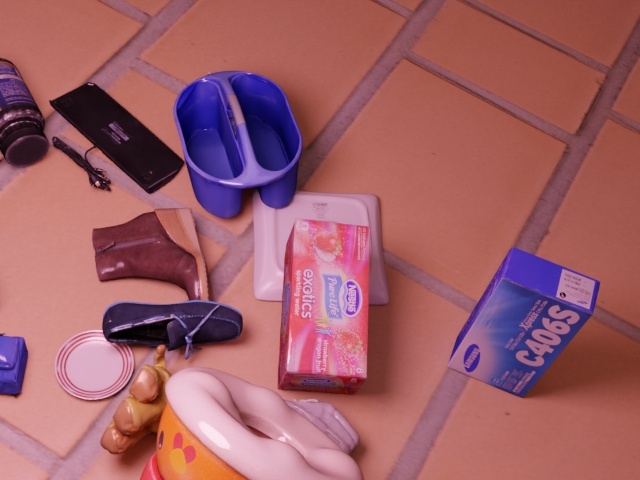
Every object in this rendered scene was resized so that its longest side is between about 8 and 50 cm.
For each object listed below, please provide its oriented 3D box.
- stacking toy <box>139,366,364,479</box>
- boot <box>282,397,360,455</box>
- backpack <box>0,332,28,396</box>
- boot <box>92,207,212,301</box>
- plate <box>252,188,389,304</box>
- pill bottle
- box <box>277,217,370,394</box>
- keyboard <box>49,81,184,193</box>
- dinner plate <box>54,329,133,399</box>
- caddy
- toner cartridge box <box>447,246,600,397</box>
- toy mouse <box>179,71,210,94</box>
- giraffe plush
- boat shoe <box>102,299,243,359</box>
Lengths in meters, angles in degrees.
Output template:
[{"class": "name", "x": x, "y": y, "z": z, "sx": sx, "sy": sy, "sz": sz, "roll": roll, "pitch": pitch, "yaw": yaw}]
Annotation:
[{"class": "stacking toy", "x": -0.184, "y": 0.465, "z": 1.422, "sx": 0.350, "sy": 0.350, "sz": 0.480, "roll": 33, "pitch": 93, "yaw": 12}, {"class": "boot", "x": -0.054, "y": 0.323, "z": 1.709, "sx": 0.258, "sy": 0.095, "sz": 0.123, "roll": 36, "pitch": 39, "yaw": 16}, {"class": "backpack", "x": -0.586, "y": 0.208, "z": 1.663, "sx": 0.120, "sy": 0.101, "sz": 0.098, "roll": 3, "pitch": 49, "yaw": -5}, {"class": "boot", "x": -0.328, "y": 0.056, "z": 1.843, "sx": 0.206, "sy": 0.090, "sz": 0.249, "roll": -15, "pitch": 61, "yaw": -6}, {"class": "plate", "x": 0.000, "y": 0.000, "z": 1.951, "sx": 0.277, "sy": 0.045, "sz": 0.278, "roll": 3, "pitch": 56, "yaw": -9}, {"class": "pill bottle", "x": -0.645, "y": -0.263, "z": 1.952, "sx": 0.122, "sy": 0.123, "sz": 0.219, "roll": -22, "pitch": 63, "yaw": -24}, {"class": "box", "x": 0.008, "y": 0.126, "z": 1.777, "sx": 0.154, "sy": 0.142, "sz": 0.300, "roll": 7, "pitch": 67, "yaw": -8}, {"class": "keyboard", "x": -0.460, "y": -0.205, "z": 2.007, "sx": 0.317, "sy": 0.033, "sz": 0.201, "roll": 40, "pitch": 52, "yaw": 17}, {"class": "dinner plate", "x": -0.414, "y": 0.229, "z": 1.732, "sx": 0.141, "sy": 0.017, "sz": 0.141, "roll": 6, "pitch": 55, "yaw": -8}, {"class": "caddy", "x": -0.171, "y": -0.211, "z": 1.951, "sx": 0.241, "sy": 0.179, "sz": 0.341, "roll": -11, "pitch": 51, "yaw": -12}, {"class": "toner cartridge box", "x": 0.362, "y": 0.159, "z": 1.730, "sx": 0.165, "sy": 0.348, "sz": 0.075, "roll": 23, "pitch": 56, "yaw": 5}, {"class": "toy mouse", "x": -0.265, "y": -0.310, "z": 2.114, "sx": 0.143, "sy": 0.031, "sz": 0.161, "roll": -28, "pitch": 66, "yaw": -26}, {"class": "giraffe plush", "x": -0.258, "y": 0.305, "z": 1.647, "sx": 0.170, "sy": 0.181, "sz": 0.210, "roll": 30, "pitch": 21, "yaw": -2}, {"class": "boat shoe", "x": -0.273, "y": 0.173, "z": 1.749, "sx": 0.258, "sy": 0.109, "sz": 0.089, "roll": -3, "pitch": 34, "yaw": -2}]
